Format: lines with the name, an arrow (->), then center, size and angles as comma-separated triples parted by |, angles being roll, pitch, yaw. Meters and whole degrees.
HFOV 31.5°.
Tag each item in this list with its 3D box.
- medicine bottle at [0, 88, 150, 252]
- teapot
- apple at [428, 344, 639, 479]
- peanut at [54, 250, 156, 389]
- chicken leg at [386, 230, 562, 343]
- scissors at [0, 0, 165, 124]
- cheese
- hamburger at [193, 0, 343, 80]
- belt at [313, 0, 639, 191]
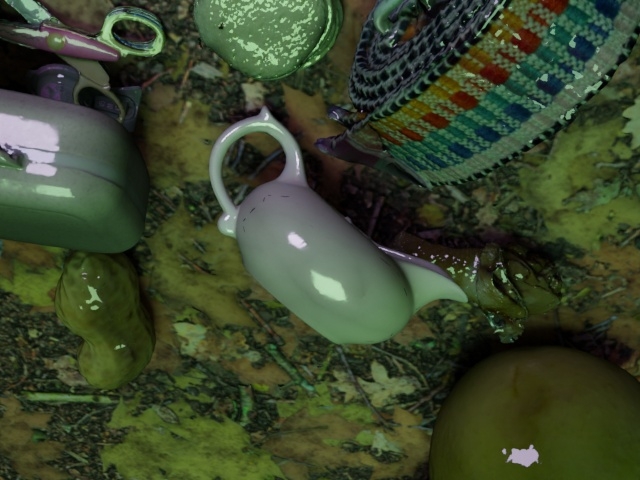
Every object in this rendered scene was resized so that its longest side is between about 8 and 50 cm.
medicine bottle -> -0.365, -0.078, 1.135 | 0.375, 0.123, 0.282 | 8, 167, 1
teapot -> 0.000, 0.000, 1.178 | 0.166, 0.208, 0.300 | -39, 99, 11
apple -> 0.268, 0.273, 1.332 | 0.292, 0.254, 0.292 | 7, 132, 8
peanut -> -0.256, 0.097, 1.357 | 0.103, 0.098, 0.229 | 33, 144, 37
chicken leg -> 0.172, 0.040, 1.257 | 0.196, 0.080, 0.125 | 24, 143, -12
scissors -> -0.257, -0.200, 1.125 | 0.187, 0.020, 0.133 | 27, 112, -10
cheese -> -0.248, -0.149, 1.178 | 0.120, 0.026, 0.067 | 16, 133, -6
hamburger -> -0.051, -0.213, 1.069 | 0.133, 0.062, 0.140 | -26, 121, 26
belt -> 0.129, -0.183, 0.978 | 0.160, 0.207, 0.295 | 29, 144, -22
